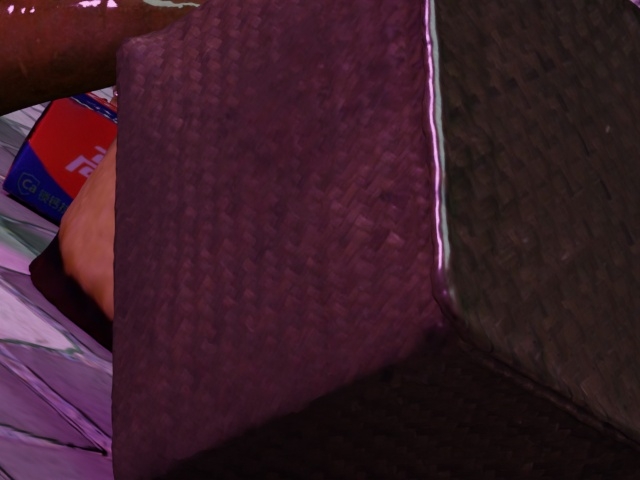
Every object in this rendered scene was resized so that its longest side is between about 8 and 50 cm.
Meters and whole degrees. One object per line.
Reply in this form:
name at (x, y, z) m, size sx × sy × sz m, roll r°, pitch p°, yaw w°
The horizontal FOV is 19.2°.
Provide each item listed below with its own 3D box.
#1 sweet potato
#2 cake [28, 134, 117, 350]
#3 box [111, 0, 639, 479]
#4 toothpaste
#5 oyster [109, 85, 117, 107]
sweet potato at (-0.162, -0.081, 0.817) m, size 0.244 × 0.077 × 0.077 m, roll 7°, pitch 0°, yaw 12°
cake at (-0.005, -0.015, 0.822) m, size 0.208 × 0.178 × 0.185 m, roll 31°, pitch 5°, yaw 32°
box at (0.072, 0.026, 0.638) m, size 0.273 × 0.143 × 0.184 m, roll 28°, pitch 46°, yaw -39°
toothpaste at (-0.011, 0.026, 0.996) m, size 0.320 × 0.066 × 0.076 m, roll 30°, pitch 5°, yaw 0°
oyster at (-0.001, 0.001, 1.211) m, size 0.354 × 0.107 × 0.201 m, roll 43°, pitch 26°, yaw 3°
